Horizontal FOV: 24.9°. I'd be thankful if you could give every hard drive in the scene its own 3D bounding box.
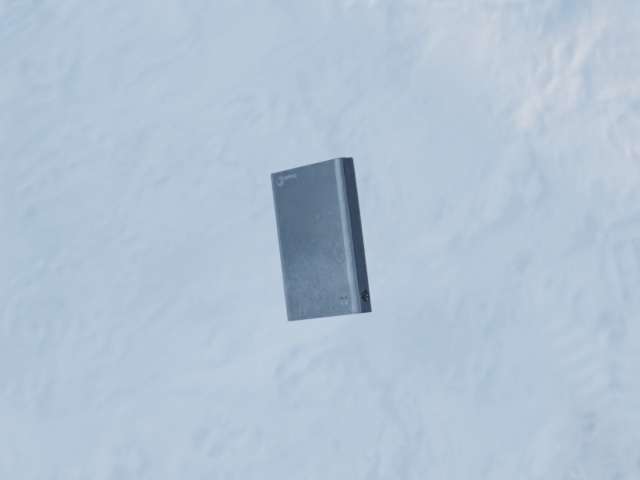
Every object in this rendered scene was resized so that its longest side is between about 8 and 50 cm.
[{"bbox_3d":[0.000,0.000,1.268,0.094,0.022,0.135,-10,86,48],"label":"hard drive"}]
